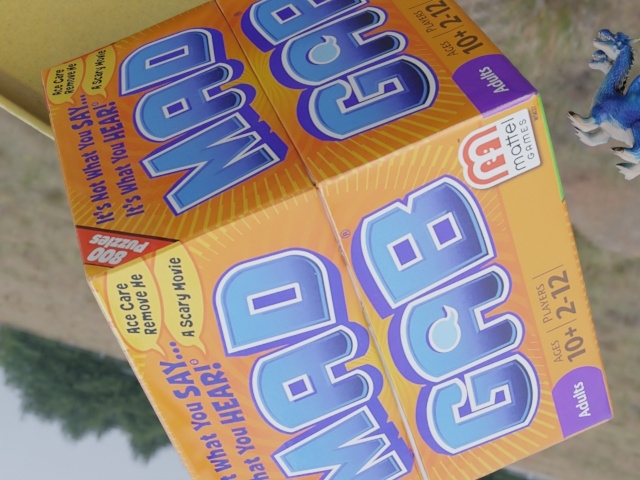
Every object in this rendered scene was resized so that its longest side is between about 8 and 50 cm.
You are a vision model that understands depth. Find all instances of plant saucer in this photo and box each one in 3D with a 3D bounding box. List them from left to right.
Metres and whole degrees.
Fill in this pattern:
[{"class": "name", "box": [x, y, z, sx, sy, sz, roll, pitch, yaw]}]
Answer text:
[{"class": "plant saucer", "box": [-0.220, -0.249, 1.437, 0.333, 0.332, 0.081, 34, 167, -34]}]

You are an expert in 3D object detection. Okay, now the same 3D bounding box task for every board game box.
[{"class": "board game box", "box": [0.000, 0.000, 1.172, 0.356, 0.356, 0.356, -117, 4, -54]}]

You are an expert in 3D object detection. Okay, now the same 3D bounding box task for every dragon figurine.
[{"class": "dragon figurine", "box": [0.420, -0.159, 1.673, 0.289, 0.144, 0.085, 47, 180, 37]}]
